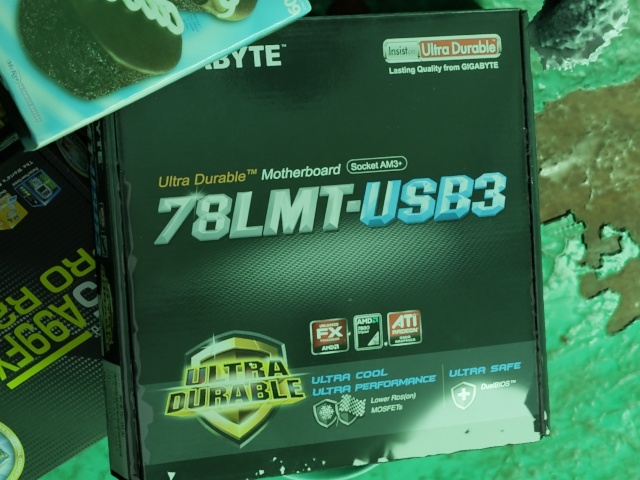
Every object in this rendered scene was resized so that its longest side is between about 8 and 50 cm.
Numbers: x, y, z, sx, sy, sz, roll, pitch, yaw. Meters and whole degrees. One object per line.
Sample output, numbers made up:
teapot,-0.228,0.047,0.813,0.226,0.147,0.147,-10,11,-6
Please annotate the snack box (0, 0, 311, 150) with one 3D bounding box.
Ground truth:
snack box,-0.161,-0.237,1.079,0.187,0.060,0.322,-28,95,-15

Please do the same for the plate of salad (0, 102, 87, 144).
plate of salad,-0.169,-0.069,1.249,0.200,0.048,0.200,-2,114,-4

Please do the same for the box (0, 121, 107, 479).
box,-0.222,0.058,1.268,0.270,0.060,0.216,-32,119,18

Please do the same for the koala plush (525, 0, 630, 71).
koala plush,0.133,-0.208,1.118,0.203,0.221,0.196,-13,116,1

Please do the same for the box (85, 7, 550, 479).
box,0.000,0.000,1.198,0.295,0.073,0.293,-4,95,-20

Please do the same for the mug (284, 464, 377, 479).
mug,0.009,0.099,1.316,0.157,0.097,0.129,20,111,-15
